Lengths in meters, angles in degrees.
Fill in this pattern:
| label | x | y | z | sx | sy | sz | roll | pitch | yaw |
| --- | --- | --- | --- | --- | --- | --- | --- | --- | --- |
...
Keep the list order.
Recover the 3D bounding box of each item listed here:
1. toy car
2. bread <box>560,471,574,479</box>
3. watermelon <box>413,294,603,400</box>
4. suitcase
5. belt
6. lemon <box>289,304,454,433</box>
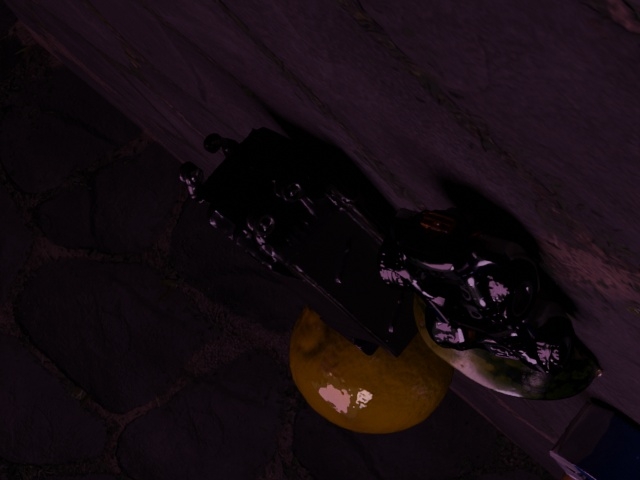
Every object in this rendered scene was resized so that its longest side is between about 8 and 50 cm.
| label | x | y | z | sx | sy | sz | roll | pitch | yaw |
| --- | --- | --- | --- | --- | --- | --- | --- | --- | --- |
| toy car | 0.193 | 0.057 | 1.184 | 0.193 | 0.118 | 0.301 | 20 | 160 | 39 |
| bread | 0.572 | 0.513 | 2.002 | 0.204 | 0.163 | 0.262 | 50 | 163 | 17 |
| watermelon | 0.244 | 0.098 | 1.388 | 0.303 | 0.159 | 0.128 | 36 | 135 | 26 |
| suitcase | 0.000 | 0.000 | 1.581 | 0.283 | 0.194 | 0.434 | 34 | 171 | 49 |
| belt | 0.531 | 0.406 | 1.660 | 0.347 | 0.117 | 0.212 | 42 | 173 | -28 |
| lemon | 0.106 | 0.233 | 2.038 | 0.348 | 0.348 | 0.348 | 40 | 174 | 5 |
